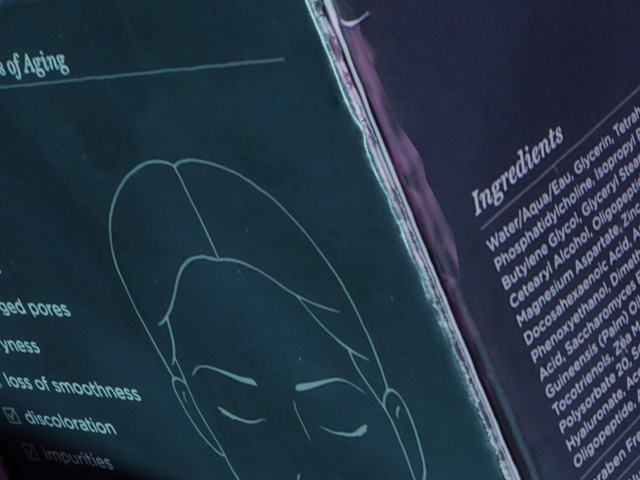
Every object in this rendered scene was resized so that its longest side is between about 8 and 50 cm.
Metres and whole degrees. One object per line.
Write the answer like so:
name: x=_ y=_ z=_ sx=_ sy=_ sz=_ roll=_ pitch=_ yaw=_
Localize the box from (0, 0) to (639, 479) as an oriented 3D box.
box: x=0.000 y=0.000 z=1.078 sx=0.297 sy=0.480 sz=0.472 roll=-41 pitch=118 yaw=-35
